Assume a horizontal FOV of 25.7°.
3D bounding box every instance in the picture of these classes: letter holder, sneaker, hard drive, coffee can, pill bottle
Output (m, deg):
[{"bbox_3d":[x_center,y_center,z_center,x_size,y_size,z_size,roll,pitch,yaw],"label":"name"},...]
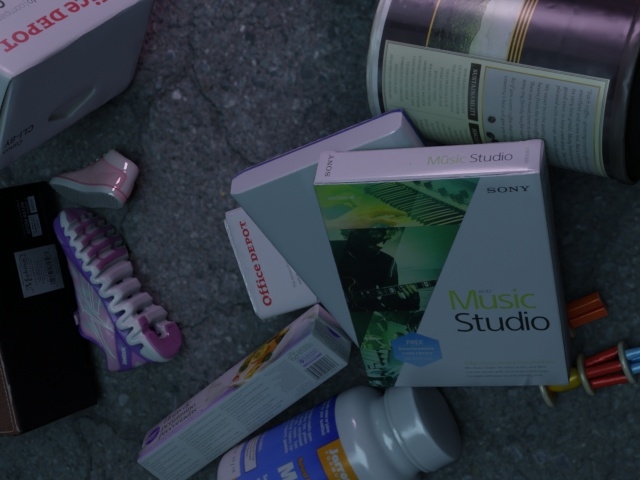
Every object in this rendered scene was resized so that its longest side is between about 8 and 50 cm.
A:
[{"bbox_3d":[-0.447,0.095,1.819,0.214,0.152,0.302,-10,94,32],"label":"letter holder"},{"bbox_3d":[-0.282,0.071,1.794,0.104,0.095,0.236,-34,86,28],"label":"sneaker"},{"bbox_3d":[0.075,0.009,1.560,0.210,0.040,0.319,-20,129,25],"label":"hard drive"},{"bbox_3d":[-0.285,-0.082,1.799,0.134,0.051,0.070,7,62,40],"label":"sneaker"},{"bbox_3d":[0.213,-0.183,1.460,0.275,0.201,0.201,13,101,23],"label":"coffee can"},{"bbox_3d":[0.025,0.266,1.676,0.272,0.152,0.152,-30,87,21],"label":"pill bottle"}]

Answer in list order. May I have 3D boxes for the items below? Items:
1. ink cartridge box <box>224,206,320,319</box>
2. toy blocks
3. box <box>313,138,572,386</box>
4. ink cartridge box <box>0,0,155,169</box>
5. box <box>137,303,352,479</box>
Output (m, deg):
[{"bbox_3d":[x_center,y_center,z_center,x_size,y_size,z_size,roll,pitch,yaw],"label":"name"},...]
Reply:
[{"bbox_3d":[0.000,0.000,1.687,0.190,0.082,0.140,-18,92,22],"label":"ink cartridge box"},{"bbox_3d":[0.313,0.114,1.607,0.148,0.054,0.123,-20,91,20],"label":"toy blocks"},{"bbox_3d":[0.138,0.034,1.496,0.232,0.058,0.322,-3,132,15],"label":"box"},{"bbox_3d":[-0.430,-0.300,1.677,0.384,0.279,0.160,37,135,10],"label":"ink cartridge box"},{"bbox_3d":[-0.095,0.194,1.720,0.067,0.063,0.324,41,120,-18],"label":"box"}]
